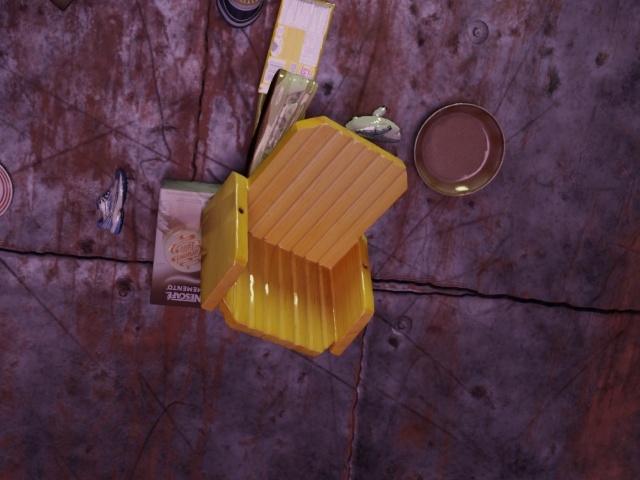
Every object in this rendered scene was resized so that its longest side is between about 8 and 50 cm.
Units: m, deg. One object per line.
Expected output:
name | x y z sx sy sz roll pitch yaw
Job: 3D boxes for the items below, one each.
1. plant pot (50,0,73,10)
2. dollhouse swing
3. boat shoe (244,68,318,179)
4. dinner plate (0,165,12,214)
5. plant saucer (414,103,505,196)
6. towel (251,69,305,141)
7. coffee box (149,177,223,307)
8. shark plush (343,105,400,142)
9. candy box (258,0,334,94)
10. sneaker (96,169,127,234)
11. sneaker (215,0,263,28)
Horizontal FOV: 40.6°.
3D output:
plant pot | -0.444 -0.602 1.446 0.280 0.323 0.323 39 98 -21
dollhouse swing | 0.000 0.000 1.661 0.346 0.315 0.305 26 135 -35
boat shoe | -0.087 -0.193 1.717 0.089 0.105 0.285 14 115 -13
dinner plate | -0.689 -0.105 1.732 0.141 0.017 0.141 -2 108 -7
plant saucer | 0.291 -0.193 1.835 0.198 0.036 0.199 -2 107 -8
towel | -0.087 -0.225 1.779 0.102 0.021 0.237 7 105 -11
coffee box | -0.270 0.007 1.782 0.141 0.098 0.247 5 106 -9
shark plush | 0.086 -0.216 1.792 0.161 0.073 0.067 -17 139 -7
candy box | -0.049 -0.381 1.722 0.105 0.027 0.206 15 99 -9
sneaker | -0.428 -0.080 1.760 0.058 0.052 0.135 10 105 -7
sneaker | -0.134 -0.542 1.648 0.099 0.153 0.282 13 74 -9
